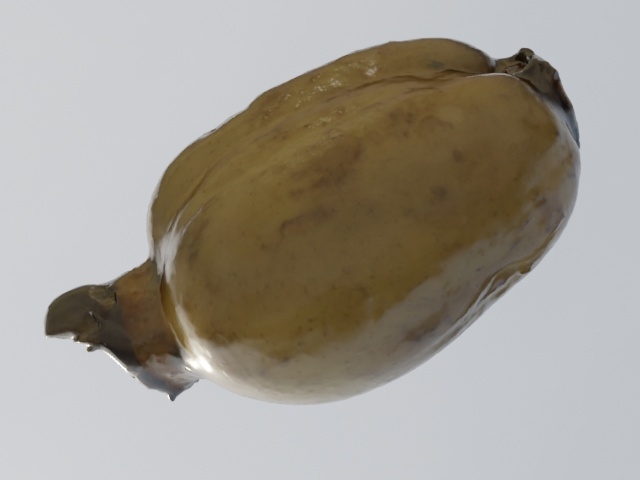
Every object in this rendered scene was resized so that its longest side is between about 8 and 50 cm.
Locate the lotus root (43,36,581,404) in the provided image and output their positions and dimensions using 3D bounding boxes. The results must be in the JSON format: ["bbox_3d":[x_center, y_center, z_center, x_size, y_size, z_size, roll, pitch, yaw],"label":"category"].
[{"bbox_3d":[0.000,0.000,0.740,0.221,0.118,0.125,-32,-162,-4],"label":"lotus root"}]
